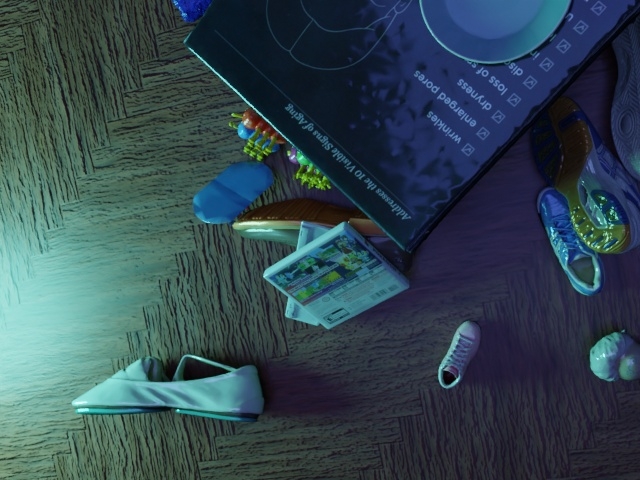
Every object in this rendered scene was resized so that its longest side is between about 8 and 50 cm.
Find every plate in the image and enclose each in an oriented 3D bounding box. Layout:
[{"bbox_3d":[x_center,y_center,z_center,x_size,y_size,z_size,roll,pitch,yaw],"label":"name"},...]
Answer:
[{"bbox_3d":[0.218,-0.318,0.838,0.188,0.024,0.188,4,103,18],"label":"plate"}]

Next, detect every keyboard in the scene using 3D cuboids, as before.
[{"bbox_3d":[-0.017,0.069,1.260,0.072,0.014,0.255,12,132,0],"label":"keyboard"}]

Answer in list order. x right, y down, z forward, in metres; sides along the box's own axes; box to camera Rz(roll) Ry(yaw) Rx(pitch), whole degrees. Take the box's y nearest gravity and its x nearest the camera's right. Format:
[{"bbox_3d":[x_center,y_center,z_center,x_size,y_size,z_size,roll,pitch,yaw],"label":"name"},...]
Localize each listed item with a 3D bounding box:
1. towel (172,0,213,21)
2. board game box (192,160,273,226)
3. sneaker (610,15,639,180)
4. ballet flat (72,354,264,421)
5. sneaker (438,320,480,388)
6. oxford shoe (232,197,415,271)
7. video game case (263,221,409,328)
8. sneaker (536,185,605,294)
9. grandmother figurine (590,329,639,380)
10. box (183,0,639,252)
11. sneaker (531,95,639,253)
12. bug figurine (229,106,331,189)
[{"bbox_3d":[-0.201,-0.597,1.279,0.308,0.076,0.227,-36,81,14],"label":"towel"},{"bbox_3d":[-0.167,-0.087,1.309,0.169,0.033,0.133,-44,47,-19],"label":"board game box"},{"bbox_3d":[0.567,-0.268,1.088,0.148,0.131,0.349,-1,88,-10],"label":"sneaker"},{"bbox_3d":[-0.308,0.300,1.378,0.401,0.139,0.139,0,95,10],"label":"ballet flat"},{"bbox_3d":[0.259,0.217,1.247,0.051,0.070,0.134,26,99,12],"label":"sneaker"},{"bbox_3d":[0.000,0.000,1.267,0.364,0.130,0.132,4,115,23],"label":"oxford shoe"},{"bbox_3d":[0.029,0.070,1.229,0.201,0.023,0.183,-31,121,31],"label":"video game case"},{"bbox_3d":[0.447,-0.001,1.176,0.080,0.081,0.211,-27,87,16],"label":"sneaker"},{"bbox_3d":[0.640,0.217,1.141,0.343,0.104,0.207,7,88,11],"label":"grandmother figurine"},{"bbox_3d":[0.142,-0.326,1.030,0.480,0.297,0.471,44,110,7],"label":"box"},{"bbox_3d":[0.470,-0.112,1.159,0.112,0.131,0.296,-38,63,49],"label":"sneaker"},{"bbox_3d":[-0.065,-0.169,1.211,0.216,0.279,0.072,31,89,-11],"label":"bug figurine"}]
